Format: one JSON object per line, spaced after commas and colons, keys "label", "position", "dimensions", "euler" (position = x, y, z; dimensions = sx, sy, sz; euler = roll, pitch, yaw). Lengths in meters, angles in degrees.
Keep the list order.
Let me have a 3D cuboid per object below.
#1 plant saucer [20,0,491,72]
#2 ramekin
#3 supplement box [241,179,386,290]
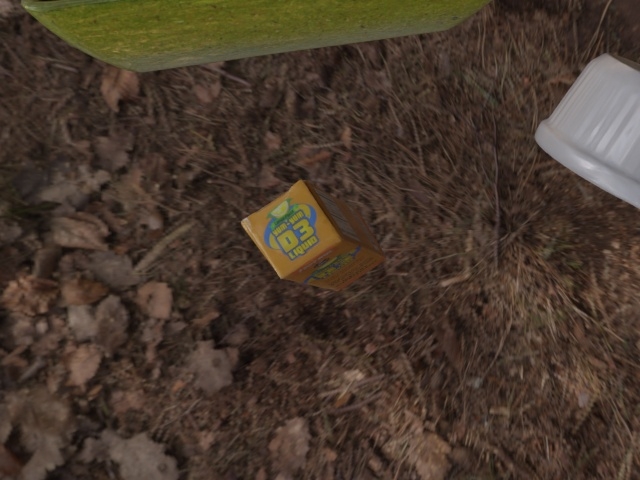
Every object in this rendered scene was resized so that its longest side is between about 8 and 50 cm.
{"label": "plant saucer", "position": [-0.020, -0.129, 0.440], "dimensions": [0.188, 0.188, 0.045], "euler": [-8, 126, -2]}
{"label": "ramekin", "position": [0.396, -0.116, 1.175], "dimensions": [0.273, 0.273, 0.127], "euler": [27, 109, 9]}
{"label": "supplement box", "position": [0.000, 0.000, 1.067], "dimensions": [0.078, 0.233, 0.080], "euler": [-34, 76, 10]}
